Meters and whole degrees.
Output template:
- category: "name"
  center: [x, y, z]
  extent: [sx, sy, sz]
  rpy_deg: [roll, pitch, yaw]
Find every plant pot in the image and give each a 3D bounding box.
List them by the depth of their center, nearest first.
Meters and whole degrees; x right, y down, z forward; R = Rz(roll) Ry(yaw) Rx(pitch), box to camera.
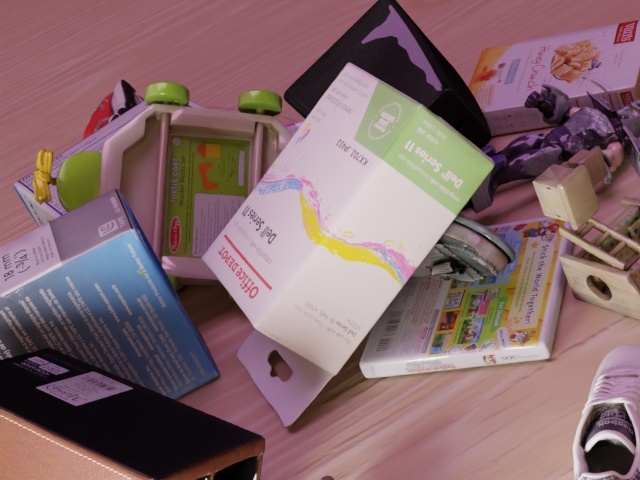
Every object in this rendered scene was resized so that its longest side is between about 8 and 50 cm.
- category: "plant pot"
  center: [0.101, -0.158, 1.606]
  extent: [0.188, 0.187, 0.167]
  rpy_deg: [-43, 47, 7]

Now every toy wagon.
- category: "toy wagon"
  center: [-0.178, -0.061, 1.568]
  extent: [0.345, 0.068, 0.267]
  rpy_deg: [4, 73, -8]

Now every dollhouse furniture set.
- category: "dollhouse furniture set"
  center: [0.330, -0.043, 1.292]
  extent: [0.182, 0.161, 0.101]
  rpy_deg: [-40, 33, -22]

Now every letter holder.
- category: "letter holder"
  center: [-0.225, 0.259, 1.242]
  extent: [0.302, 0.214, 0.152]
  rpy_deg: [16, 17, 34]

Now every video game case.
- category: "video game case"
  center: [0.165, 0.059, 1.393]
  extent: [0.206, 0.026, 0.227]
  rpy_deg: [-9, 33, 26]

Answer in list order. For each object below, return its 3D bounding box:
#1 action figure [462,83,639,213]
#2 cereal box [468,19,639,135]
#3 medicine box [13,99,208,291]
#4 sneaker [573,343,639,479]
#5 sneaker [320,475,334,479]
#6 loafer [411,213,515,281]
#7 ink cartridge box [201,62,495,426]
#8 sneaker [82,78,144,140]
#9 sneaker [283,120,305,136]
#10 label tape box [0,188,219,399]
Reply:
- category: "action figure"
  center: [0.267, -0.108, 1.512]
  extent: [0.285, 0.099, 0.185]
  rpy_deg: [-21, 25, 0]
- category: "cereal box"
  center: [0.316, -0.215, 1.687]
  extent: [0.240, 0.047, 0.173]
  rpy_deg: [-8, 35, 27]
- category: "medicine box"
  center: [-0.238, -0.059, 1.752]
  extent: [0.263, 0.149, 0.289]
  rpy_deg: [-35, 31, -17]
- category: "sneaker"
  center: [0.263, 0.158, 1.096]
  extent: [0.090, 0.094, 0.235]
  rpy_deg: [-13, 31, 24]
- category: "sneaker"
  center: [-0.001, 0.283, 1.122]
  extent: [0.071, 0.066, 0.188]
  rpy_deg: [-23, 29, 6]
- category: "loafer"
  center: [0.111, 0.013, 1.411]
  extent: [0.084, 0.096, 0.267]
  rpy_deg: [-54, 29, -10]
- category: "ink cartridge box"
  center: [0.000, 0.000, 1.374]
  extent: [0.353, 0.119, 0.207]
  rpy_deg: [-54, 29, 3]
- category: "sneaker"
  center: [-0.331, -0.153, 2.051]
  extent: [0.118, 0.107, 0.279]
  rpy_deg: [-38, 24, 15]
- category: "sneaker"
  center: [-0.002, -0.141, 1.799]
  extent: [0.178, 0.077, 0.072]
  rpy_deg: [-34, 66, 17]
- category: "label tape box"
  center: [-0.315, 0.125, 1.420]
  extent: [0.334, 0.240, 0.106]
  rpy_deg: [-28, 37, -5]
